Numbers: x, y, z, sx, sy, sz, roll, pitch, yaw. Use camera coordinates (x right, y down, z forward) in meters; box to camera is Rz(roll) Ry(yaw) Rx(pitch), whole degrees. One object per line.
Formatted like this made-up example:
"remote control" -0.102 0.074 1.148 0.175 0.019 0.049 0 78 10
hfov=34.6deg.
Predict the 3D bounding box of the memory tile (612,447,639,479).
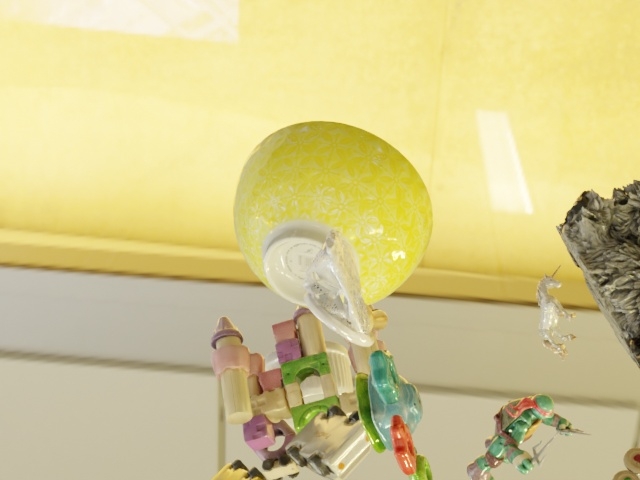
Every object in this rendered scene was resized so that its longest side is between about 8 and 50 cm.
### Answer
"memory tile" 0.440 0.337 1.304 0.148 0.012 0.113 27 -120 20

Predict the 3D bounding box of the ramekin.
"ramekin" -0.030 0.301 2.094 0.207 0.207 0.109 -5 -124 -16

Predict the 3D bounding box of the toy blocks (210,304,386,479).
"toy blocks" -0.022 0.211 1.760 0.289 0.309 0.260 -17 -126 5

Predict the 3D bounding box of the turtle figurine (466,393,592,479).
"turtle figurine" 0.334 0.314 1.667 0.175 0.234 0.118 -19 -113 -38

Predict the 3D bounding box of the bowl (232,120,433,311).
"bowl" 0.000 0.000 1.399 0.289 0.289 0.156 8 -143 12

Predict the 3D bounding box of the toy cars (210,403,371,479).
"toy cars" -0.047 0.354 1.518 0.394 0.087 0.176 -34 -168 30

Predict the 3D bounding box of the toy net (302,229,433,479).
"toy net" 0.030 0.095 0.761 0.045 0.232 0.122 -16 -140 13

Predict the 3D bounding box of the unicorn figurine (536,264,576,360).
"unicorn figurine" 0.441 0.137 1.944 0.060 0.162 0.111 6 -164 -24

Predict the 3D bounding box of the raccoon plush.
"raccoon plush" 0.498 0.050 1.238 0.299 0.216 0.446 -29 -118 9
